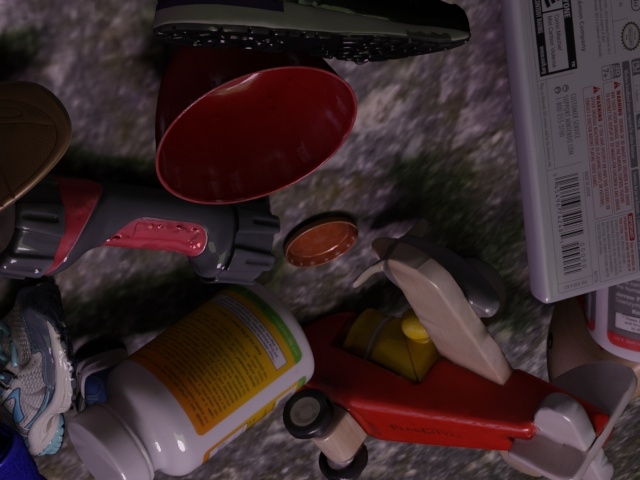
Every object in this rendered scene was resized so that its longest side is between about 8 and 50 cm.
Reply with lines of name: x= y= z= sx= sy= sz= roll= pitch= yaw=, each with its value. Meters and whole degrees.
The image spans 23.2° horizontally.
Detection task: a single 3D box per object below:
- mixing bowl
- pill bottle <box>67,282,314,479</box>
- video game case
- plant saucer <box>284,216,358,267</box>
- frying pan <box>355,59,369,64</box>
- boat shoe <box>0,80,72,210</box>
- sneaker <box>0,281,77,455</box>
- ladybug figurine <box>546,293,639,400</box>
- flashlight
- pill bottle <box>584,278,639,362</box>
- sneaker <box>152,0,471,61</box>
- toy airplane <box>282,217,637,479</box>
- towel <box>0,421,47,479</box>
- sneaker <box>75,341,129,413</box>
mixing bowl: x=-0.068 y=-0.124 z=1.341 sx=0.181 sy=0.098 sz=0.181 roll=-16 pitch=150 yaw=-10
pill bottle: x=-0.138 y=0.159 z=1.634 sx=0.245 sy=0.136 sz=0.136 roll=-36 pitch=157 yaw=-26
video game case: x=0.322 y=-0.130 z=1.472 sx=0.299 sy=0.036 sz=0.329 roll=-14 pitch=110 yaw=-15
plant saucer: x=0.000 y=0.000 z=1.676 sx=0.083 sy=0.013 sz=0.083 roll=-16 pitch=150 yaw=-10
frying pan: x=0.063 y=-0.258 z=1.273 sx=0.197 sy=0.053 sz=0.326 roll=7 pitch=136 yaw=-41
boat shoe: x=-0.327 y=-0.051 z=1.300 sx=0.285 sy=0.105 sz=0.089 roll=-25 pitch=-172 yaw=14
sneaker: x=-0.320 y=0.146 z=1.601 sx=0.122 sy=0.110 sz=0.283 roll=-5 pitch=145 yaw=-18
ladybug figurine: x=0.460 y=0.053 z=1.891 sx=0.449 sy=0.162 sz=0.305 roll=-31 pitch=171 yaw=13
flashlight: x=-0.176 y=-0.004 z=1.457 sx=0.304 sy=0.103 sz=0.103 roll=9 pitch=136 yaw=-42
pill bottle: x=0.359 y=-0.028 z=1.634 sx=0.161 sy=0.161 sz=0.283 roll=-13 pitch=120 yaw=-17
sneaker: x=0.004 y=-0.211 z=1.218 sx=0.283 sy=0.124 sz=0.107 roll=1 pitch=177 yaw=-35
toy airplane: x=0.171 y=0.139 z=1.764 sx=0.384 sy=0.272 sz=0.386 roll=24 pitch=150 yaw=-13
towel: x=-0.404 y=0.271 z=1.686 sx=0.227 sy=0.076 sz=0.308 roll=6 pitch=153 yaw=8
sneaker: x=-0.233 y=0.197 z=1.765 sx=0.080 sy=0.081 sz=0.211 roll=-21 pitch=152 yaw=-8
